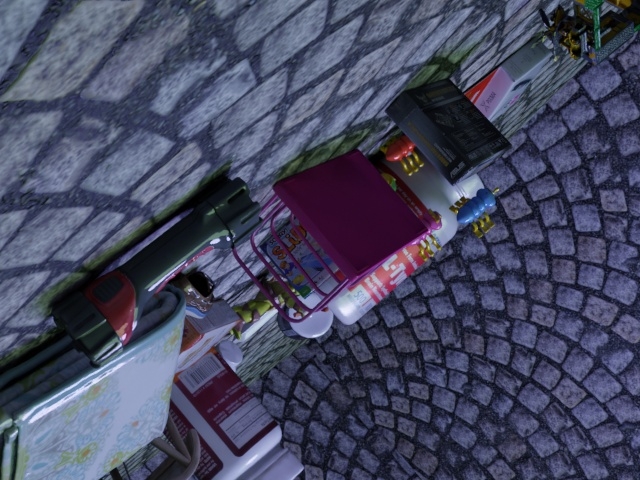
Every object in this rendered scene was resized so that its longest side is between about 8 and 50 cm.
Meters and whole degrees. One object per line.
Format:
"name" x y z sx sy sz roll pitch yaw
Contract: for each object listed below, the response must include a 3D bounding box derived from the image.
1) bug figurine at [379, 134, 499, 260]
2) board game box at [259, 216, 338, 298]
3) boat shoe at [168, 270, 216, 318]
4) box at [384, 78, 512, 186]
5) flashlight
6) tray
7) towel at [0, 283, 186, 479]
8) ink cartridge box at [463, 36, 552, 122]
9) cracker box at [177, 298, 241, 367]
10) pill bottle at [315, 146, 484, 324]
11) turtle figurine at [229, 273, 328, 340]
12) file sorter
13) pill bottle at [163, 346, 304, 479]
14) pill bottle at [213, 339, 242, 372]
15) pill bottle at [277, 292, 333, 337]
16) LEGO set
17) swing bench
"bug figurine" 0.194 -0.093 1.902 0.216 0.279 0.072 -43 160 -13
"board game box" 0.000 0.000 1.954 0.201 0.136 0.035 -41 173 -2
"boat shoe" -0.212 0.091 1.700 0.066 0.066 0.183 -43 172 8
"box" 0.238 -0.202 1.811 0.056 0.183 0.231 -47 171 30
"flashlight" -0.211 0.041 1.335 0.304 0.103 0.103 -39 -162 -21
"tray" -0.130 0.177 2.675 0.270 0.030 0.145 -41 173 3
"towel" -0.366 0.261 1.522 0.374 0.090 0.320 -31 150 -43
"ink cartridge box" 0.395 -0.329 2.310 0.239 0.060 0.275 -40 172 -18
"cracker box" -0.272 0.205 2.031 0.156 0.067 0.232 -44 171 14
"pill bottle" 0.136 -0.033 2.082 0.408 0.229 0.229 -41 172 -1
"turtle figurine" -0.111 0.139 2.225 0.217 0.087 0.269 -30 -152 -17
"file sorter" 0.012 -0.005 1.755 0.182 0.202 0.291 -44 171 32
"pill bottle" -0.233 0.447 2.343 0.224 0.392 0.224 -40 172 -7
"pill bottle" -0.284 0.339 2.561 0.184 0.103 0.103 -45 171 29
"pill bottle" -0.052 0.219 2.846 0.130 0.130 0.246 -39 -177 -14
"LEGO set" 0.503 -0.482 1.776 0.331 0.192 0.255 -43 143 -6
"swing bench" -0.404 0.462 2.121 0.253 0.254 0.165 -46 171 32
